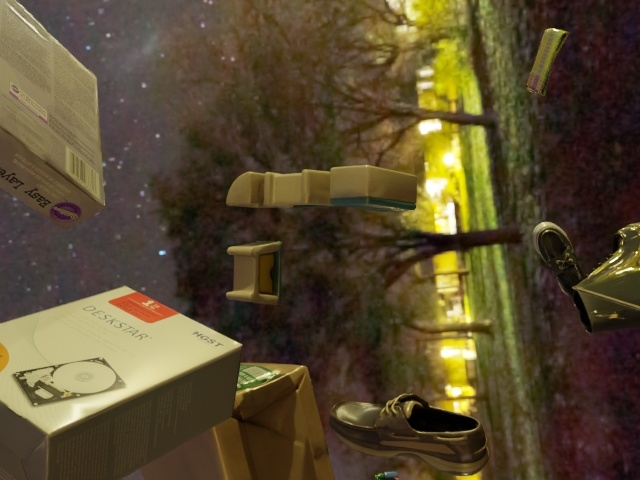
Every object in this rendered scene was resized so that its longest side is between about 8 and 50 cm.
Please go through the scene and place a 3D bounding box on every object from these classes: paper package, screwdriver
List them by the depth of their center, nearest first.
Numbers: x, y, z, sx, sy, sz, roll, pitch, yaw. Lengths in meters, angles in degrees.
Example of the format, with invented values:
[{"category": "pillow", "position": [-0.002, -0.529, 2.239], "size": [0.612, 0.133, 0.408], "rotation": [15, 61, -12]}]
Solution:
[{"category": "screwdriver", "position": [0.363, 0.077, 0.803], "size": [0.025, 0.170, 0.024], "rotation": [-34, -41, -56]}, {"category": "paper package", "position": [-0.137, 0.342, 1.093], "size": [0.325, 0.168, 0.309], "rotation": [-9, 96, 55]}]

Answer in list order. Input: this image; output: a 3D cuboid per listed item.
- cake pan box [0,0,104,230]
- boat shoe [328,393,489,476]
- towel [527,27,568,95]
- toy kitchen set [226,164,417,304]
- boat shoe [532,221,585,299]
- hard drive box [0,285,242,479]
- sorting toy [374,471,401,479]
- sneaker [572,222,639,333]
[{"category": "cake pan box", "position": [-0.346, -0.170, 0.812], "size": [0.267, 0.070, 0.245], "rotation": [45, -157, -50]}, {"category": "boat shoe", "position": [0.189, 0.390, 1.578], "size": [0.132, 0.355, 0.130], "rotation": [-49, -38, -58]}, {"category": "towel", "position": [0.207, -0.164, 0.671], "size": [0.083, 0.009, 0.060], "rotation": [-64, -9, -73]}, {"category": "toy kitchen set", "position": [0.000, 0.000, 0.901], "size": [0.122, 0.207, 0.166], "rotation": [2, -91, -55]}, {"category": "boat shoe", "position": [0.360, 0.033, 1.079], "size": [0.142, 0.049, 0.040], "rotation": [53, -171, -25]}, {"category": "hard drive box", "position": [-0.220, 0.138, 0.700], "size": [0.232, 0.181, 0.089], "rotation": [-18, -57, -55]}, {"category": "sorting toy", "position": [0.122, 0.459, 1.351], "size": [0.102, 0.042, 0.061], "rotation": [110, 160, -64]}, {"category": "sneaker", "position": [0.375, 0.042, 0.935], "size": [0.222, 0.118, 0.083], "rotation": [-66, -39, -69]}]
